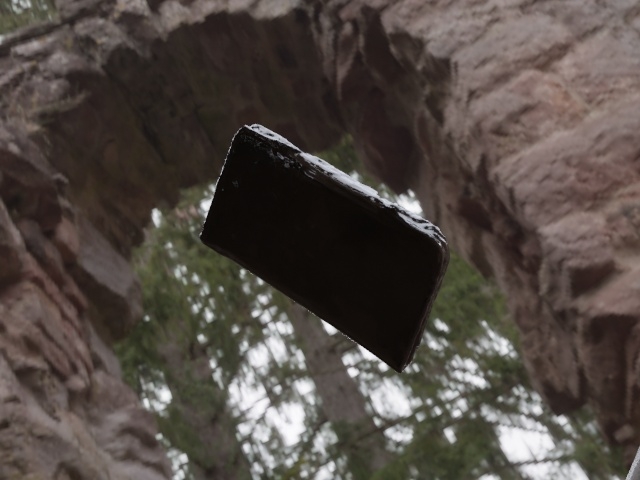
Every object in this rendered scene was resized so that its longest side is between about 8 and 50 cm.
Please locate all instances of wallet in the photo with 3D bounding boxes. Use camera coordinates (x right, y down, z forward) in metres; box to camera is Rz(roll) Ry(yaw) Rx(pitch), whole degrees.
[{"bbox_3d":[0.000,0.000,1.182,0.042,0.309,0.165,-7,-57,-53],"label":"wallet"}]

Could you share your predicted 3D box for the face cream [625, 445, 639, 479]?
[{"bbox_3d":[0.134,0.095,0.363,0.058,0.092,0.243,-40,-36,-33],"label":"face cream"}]
